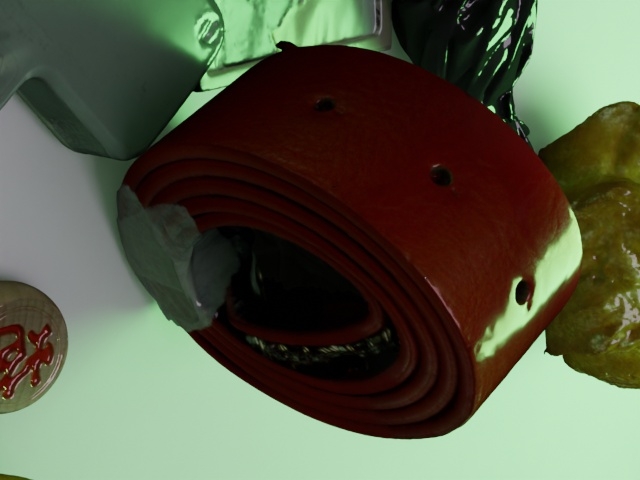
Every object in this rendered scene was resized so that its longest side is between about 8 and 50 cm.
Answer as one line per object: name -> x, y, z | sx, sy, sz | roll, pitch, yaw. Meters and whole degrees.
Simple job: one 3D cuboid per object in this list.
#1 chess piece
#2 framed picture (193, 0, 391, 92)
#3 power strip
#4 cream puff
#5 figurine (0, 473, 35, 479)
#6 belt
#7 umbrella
chess piece -> -0.197, 0.066, 0.802 | 0.084, 0.038, 0.083 | -22, 121, -41
framed picture -> -0.021, -0.244, 0.883 | 0.192, 0.018, 0.265 | -21, 119, -39
power strip -> -0.177, -0.141, 0.725 | 0.193, 0.059, 0.265 | -56, 137, -21
cream puff -> 0.269, 0.002, 1.156 | 0.241, 0.155, 0.269 | -67, 147, -60
figurine -> -0.204, 0.214, 0.708 | 0.215, 0.228, 0.215 | -11, 120, -19
belt -> 0.000, 0.000, 0.789 | 0.115, 0.324, 0.227 | -43, 116, -29
umbrella -> 0.126, -0.090, 1.047 | 0.118, 0.118, 0.340 | -36, 134, -32
